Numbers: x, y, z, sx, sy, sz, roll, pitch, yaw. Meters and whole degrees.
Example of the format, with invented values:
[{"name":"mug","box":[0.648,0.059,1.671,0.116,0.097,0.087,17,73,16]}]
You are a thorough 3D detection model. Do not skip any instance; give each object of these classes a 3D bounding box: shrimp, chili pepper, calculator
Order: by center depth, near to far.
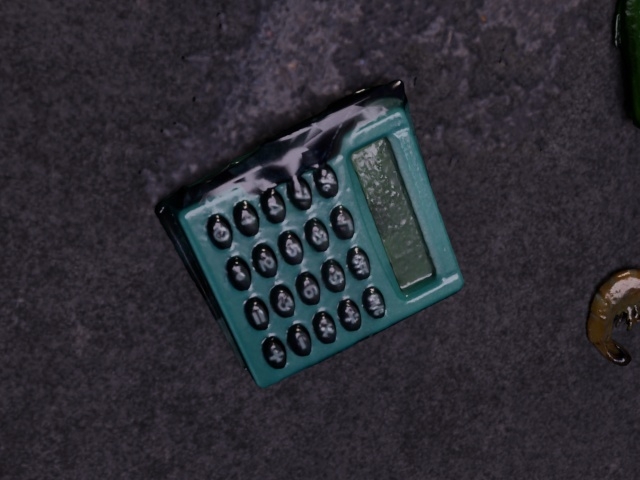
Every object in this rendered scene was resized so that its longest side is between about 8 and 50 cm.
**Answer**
[{"name":"calculator","box":[0.000,0.000,1.163,0.274,0.058,0.248,-26,116,-9]},{"name":"chili pepper","box":[0.367,-0.218,1.220,0.108,0.062,0.216,-6,113,-19]},{"name":"shrimp","box":[0.394,0.098,1.366,0.178,0.034,0.124,12,108,-23]}]
